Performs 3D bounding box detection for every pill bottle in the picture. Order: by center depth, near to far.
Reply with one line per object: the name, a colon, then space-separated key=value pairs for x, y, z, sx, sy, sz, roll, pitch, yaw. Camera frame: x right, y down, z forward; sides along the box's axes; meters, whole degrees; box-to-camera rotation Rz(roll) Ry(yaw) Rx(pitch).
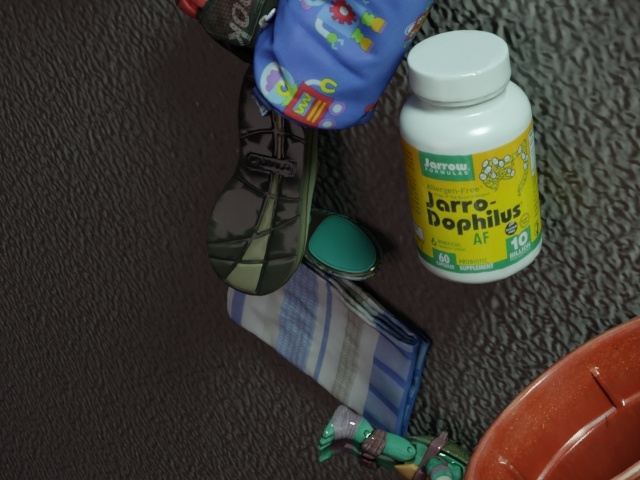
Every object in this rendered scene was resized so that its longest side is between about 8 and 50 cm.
pill bottle: x=0.132 y=-0.075 z=1.310 sx=0.118 sy=0.117 sz=0.208 roll=22 pitch=135 yaw=39

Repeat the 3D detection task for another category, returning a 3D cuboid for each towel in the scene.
towel: x=-0.001 y=0.101 z=1.712 sx=0.285 sy=0.034 sz=0.209 roll=37 pitch=144 yaw=23

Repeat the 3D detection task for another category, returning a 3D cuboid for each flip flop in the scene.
flip flop: x=-0.047 y=-0.070 z=1.547 sx=0.112 sy=0.080 sz=0.277 roll=16 pitch=109 yaw=21

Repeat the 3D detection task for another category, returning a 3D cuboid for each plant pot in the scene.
plant pot: x=0.310 y=0.243 z=1.275 sx=0.265 sy=0.272 sz=0.272 roll=52 pitch=148 yaw=-12

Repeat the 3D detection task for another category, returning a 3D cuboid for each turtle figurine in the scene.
turtle figurine: x=0.112 y=0.268 z=1.649 sx=0.234 sy=0.118 sz=0.175 roll=27 pitch=145 yaw=12

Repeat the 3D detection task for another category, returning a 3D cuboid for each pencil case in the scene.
pencil case: x=0.038 y=-0.227 z=1.250 sx=0.133 sy=0.119 sz=0.306 roll=34 pitch=135 yaw=4

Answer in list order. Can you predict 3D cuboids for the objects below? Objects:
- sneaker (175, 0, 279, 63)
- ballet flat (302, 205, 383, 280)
sneaker: x=-0.039 y=-0.251 z=1.380 sx=0.135 sy=0.098 sz=0.276 roll=53 pitch=149 yaw=1
ballet flat: x=0.000 y=0.000 z=1.605 sx=0.188 sy=0.070 sz=0.070 roll=31 pitch=141 yaw=33
